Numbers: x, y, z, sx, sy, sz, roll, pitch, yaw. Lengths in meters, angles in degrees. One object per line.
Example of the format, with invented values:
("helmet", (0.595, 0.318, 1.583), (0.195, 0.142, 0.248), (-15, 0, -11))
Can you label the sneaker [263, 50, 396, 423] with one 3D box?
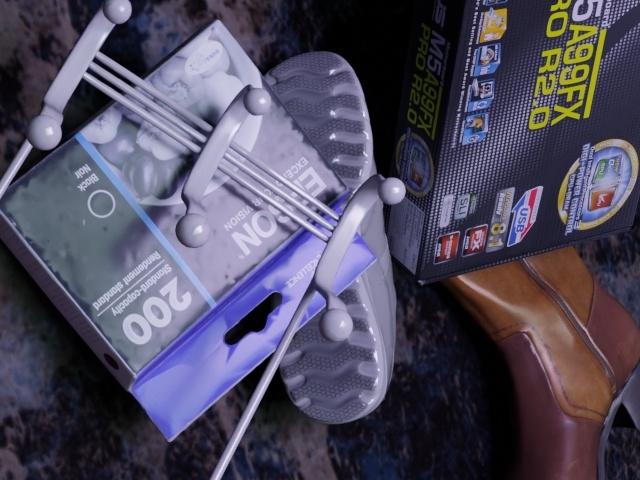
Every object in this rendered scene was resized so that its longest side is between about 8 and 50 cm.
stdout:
("sneaker", (0.000, 0.000, 1.456), (0.115, 0.105, 0.281), (34, 52, -74))

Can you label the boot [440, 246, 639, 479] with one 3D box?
("boot", (0.149, 0.082, 1.568), (0.264, 0.096, 0.280), (-45, 111, -29))

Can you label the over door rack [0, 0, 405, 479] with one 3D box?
("over door rack", (-0.114, 0.035, 1.223), (0.239, 0.108, 0.324), (34, 75, -13))

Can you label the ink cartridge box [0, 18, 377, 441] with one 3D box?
("ink cartridge box", (-0.086, -0.006, 1.319), (0.206, 0.045, 0.208), (-42, 101, -19))

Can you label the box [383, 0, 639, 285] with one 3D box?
("box", (0.162, -0.113, 1.471), (0.216, 0.060, 0.270), (-13, 127, -31))
